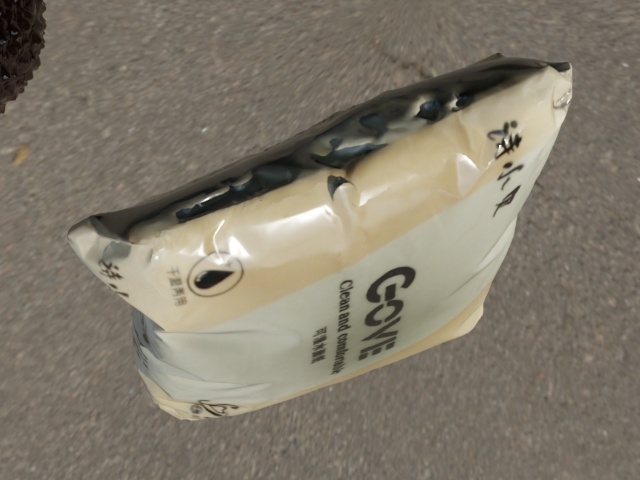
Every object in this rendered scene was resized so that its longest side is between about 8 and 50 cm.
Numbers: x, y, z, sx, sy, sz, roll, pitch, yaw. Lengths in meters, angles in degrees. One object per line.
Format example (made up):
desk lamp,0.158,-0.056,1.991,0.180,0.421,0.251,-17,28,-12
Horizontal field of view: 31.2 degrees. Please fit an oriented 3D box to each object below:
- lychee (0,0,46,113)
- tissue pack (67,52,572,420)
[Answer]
lychee,-0.414,-0.239,1.165,0.304,0.275,0.276,0,107,48
tissue pack,0.000,0.000,0.958,0.390,0.375,0.195,-22,69,-12
